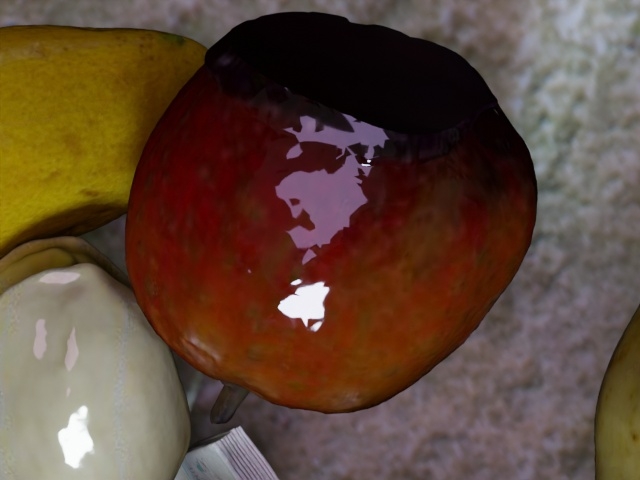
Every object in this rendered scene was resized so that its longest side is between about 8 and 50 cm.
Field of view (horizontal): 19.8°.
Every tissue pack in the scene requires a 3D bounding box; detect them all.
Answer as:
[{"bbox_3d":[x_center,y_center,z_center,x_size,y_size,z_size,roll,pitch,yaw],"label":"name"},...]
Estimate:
[{"bbox_3d":[-0.052,0.140,1.081,0.023,0.108,0.056,-36,92,-20],"label":"tissue pack"}]

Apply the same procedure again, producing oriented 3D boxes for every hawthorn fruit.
[{"bbox_3d":[0.000,0.000,1.009,0.215,0.215,0.249,26,99,4],"label":"hawthorn fruit"}]

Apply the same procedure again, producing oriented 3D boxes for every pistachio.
[{"bbox_3d":[-0.149,0.100,1.060,0.145,0.117,0.200,-12,125,-12],"label":"pistachio"}]

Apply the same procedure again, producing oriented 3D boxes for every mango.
[{"bbox_3d":[-0.160,-0.060,1.053,0.227,0.109,0.147,-23,134,-9],"label":"mango"}]

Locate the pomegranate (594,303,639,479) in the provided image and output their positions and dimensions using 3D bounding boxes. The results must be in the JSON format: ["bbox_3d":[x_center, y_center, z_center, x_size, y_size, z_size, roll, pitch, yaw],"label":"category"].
[{"bbox_3d":[0.298,0.117,0.914,0.342,0.342,0.342,1,96,8],"label":"pomegranate"}]
